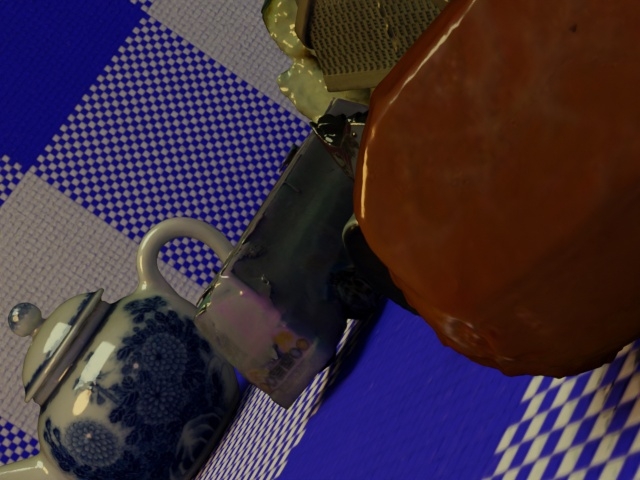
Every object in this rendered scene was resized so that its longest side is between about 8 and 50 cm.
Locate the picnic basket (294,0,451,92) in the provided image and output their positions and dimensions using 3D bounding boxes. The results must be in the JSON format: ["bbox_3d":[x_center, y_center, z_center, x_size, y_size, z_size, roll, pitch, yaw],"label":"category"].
[{"bbox_3d":[0.095,-0.212,1.160,0.165,0.139,0.267,-26,14,-24],"label":"picnic basket"}]

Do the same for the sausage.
[{"bbox_3d":[0.121,-0.060,0.574,0.141,0.153,0.268,-16,-30,-50],"label":"sausage"}]

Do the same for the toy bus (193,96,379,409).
[{"bbox_3d":[0.000,0.000,1.329,0.112,0.138,0.317,-53,5,41],"label":"toy bus"}]

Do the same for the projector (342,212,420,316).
[{"bbox_3d":[0.137,-0.107,0.951,0.337,0.108,0.108,-58,6,-23],"label":"projector"}]

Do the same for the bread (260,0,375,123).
[{"bbox_3d":[0.094,-0.324,1.793,0.395,0.264,0.239,-54,1,30],"label":"bread"}]

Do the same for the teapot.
[{"bbox_3d":[-0.244,0.159,1.729,0.424,0.280,0.252,-55,7,-1],"label":"teapot"}]

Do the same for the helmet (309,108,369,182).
[{"bbox_3d":[0.090,-0.084,1.207,0.153,0.107,0.177,-29,14,-25],"label":"helmet"}]
